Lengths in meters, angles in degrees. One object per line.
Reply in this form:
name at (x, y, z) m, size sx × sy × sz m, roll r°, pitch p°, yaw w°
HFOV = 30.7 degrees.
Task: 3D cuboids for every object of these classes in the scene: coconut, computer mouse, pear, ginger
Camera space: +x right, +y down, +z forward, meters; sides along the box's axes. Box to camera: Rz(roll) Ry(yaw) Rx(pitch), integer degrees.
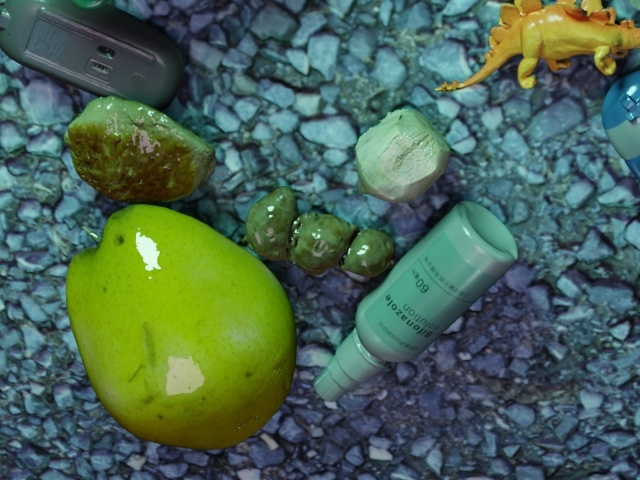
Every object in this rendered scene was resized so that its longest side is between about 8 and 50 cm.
coconut at (0.094, -0.101, 1.456) m, size 0.124 × 0.110 × 0.110 m, roll -40°, pitch 110°, yaw 19°
computer mouse at (-0.281, -0.235, 1.437) m, size 0.232 × 0.057 × 0.120 m, roll 21°, pitch 124°, yaw -13°
pear at (-0.179, 0.113, 1.539) m, size 0.285 × 0.285 × 0.336 m, roll -15°, pitch 89°, yaw 15°
ginger at (0.000, 0.000, 1.542) m, size 0.204 × 0.080 × 0.104 m, roll 20°, pitch 109°, yaw -4°

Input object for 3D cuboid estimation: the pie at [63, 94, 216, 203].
pie at (-0.230, -0.112, 1.476) m, size 0.193 × 0.079 × 0.163 m, roll 8°, pitch 139°, yaw 6°

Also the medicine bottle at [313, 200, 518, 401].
medicine bottle at (0.113, 0.099, 1.573) m, size 0.110 × 0.110 × 0.352 m, roll 34°, pitch 119°, yaw -15°

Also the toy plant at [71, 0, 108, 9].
toy plant at (-0.152, -0.400, 1.246) m, size 0.400 × 0.279 × 0.185 m, roll -47°, pitch 68°, yaw 21°

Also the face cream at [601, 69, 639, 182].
face cream at (0.454, -0.110, 1.423) m, size 0.264 × 0.083 × 0.149 m, roll 35°, pitch 111°, yaw -15°

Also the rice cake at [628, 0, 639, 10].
rice cake at (0.434, -0.265, 1.354) m, size 0.226 × 0.040 × 0.085 m, roll 36°, pitch 120°, yaw -16°

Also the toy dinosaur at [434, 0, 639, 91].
toy dinosaur at (0.265, -0.243, 1.369) m, size 0.288 × 0.070 × 0.117 m, roll -7°, pitch 121°, yaw 20°
